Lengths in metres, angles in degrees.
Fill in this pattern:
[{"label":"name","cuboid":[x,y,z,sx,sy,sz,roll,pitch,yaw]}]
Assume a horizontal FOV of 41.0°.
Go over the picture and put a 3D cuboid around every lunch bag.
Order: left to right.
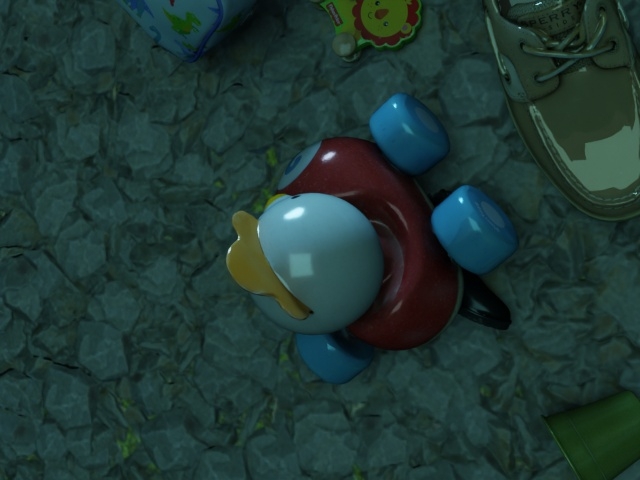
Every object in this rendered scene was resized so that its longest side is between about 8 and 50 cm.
[{"label":"lunch bag","cuboid":[-0.152,-0.284,0.801,0.219,0.176,0.090,46,68,-7]}]

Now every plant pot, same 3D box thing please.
[{"label":"plant pot","cuboid":[0.247,0.170,0.741,0.079,0.083,0.083,-31,80,5]}]

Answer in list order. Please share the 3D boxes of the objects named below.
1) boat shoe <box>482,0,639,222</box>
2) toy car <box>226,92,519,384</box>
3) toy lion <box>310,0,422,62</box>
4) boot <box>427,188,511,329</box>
[{"label":"boat shoe","cuboid":[0.197,-0.175,0.731,0.122,0.110,0.341,-24,82,19]},{"label":"toy car","cuboid":[0.000,0.000,0.714,0.219,0.238,0.210,-41,67,27]},{"label":"toy lion","cuboid":[0.047,-0.226,0.832,0.096,0.034,0.100,-28,81,11]},{"label":"boot","cuboid":[0.138,0.015,0.791,0.121,0.045,0.099,29,103,24]}]
